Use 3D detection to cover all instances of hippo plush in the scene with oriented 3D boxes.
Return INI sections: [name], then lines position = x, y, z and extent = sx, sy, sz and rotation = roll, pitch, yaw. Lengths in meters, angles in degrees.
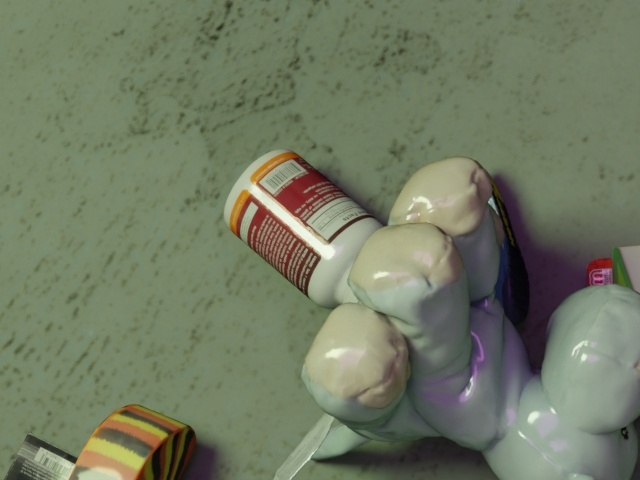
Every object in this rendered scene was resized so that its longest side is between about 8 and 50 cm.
[hippo plush]
position = 0.122, 0.110, 1.343
extent = 0.236, 0.234, 0.294
rotation = 27, 103, 10

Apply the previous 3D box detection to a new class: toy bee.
[toy bee]
position = -0.185, 0.260, 1.422
extent = 0.195, 0.162, 0.298
rotation = 0, 72, 12

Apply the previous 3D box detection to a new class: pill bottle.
[pill bottle]
position = 0.000, 0.000, 1.517
extent = 0.152, 0.086, 0.086
rotation = 41, 86, 24

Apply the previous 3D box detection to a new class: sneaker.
[sneaker]
position = 0.128, 0.008, 1.499
extent = 0.059, 0.053, 0.144
rotation = -23, 62, 13

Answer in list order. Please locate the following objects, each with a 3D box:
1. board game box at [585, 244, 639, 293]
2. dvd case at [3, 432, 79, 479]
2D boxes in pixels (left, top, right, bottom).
[board game box]
position = 0.335, 0.057, 1.434
extent = 0.259, 0.039, 0.124
rotation = -6, 70, 16
[dvd case]
position = -0.222, 0.290, 1.518
extent = 0.164, 0.018, 0.221
rotation = 23, 79, 20
